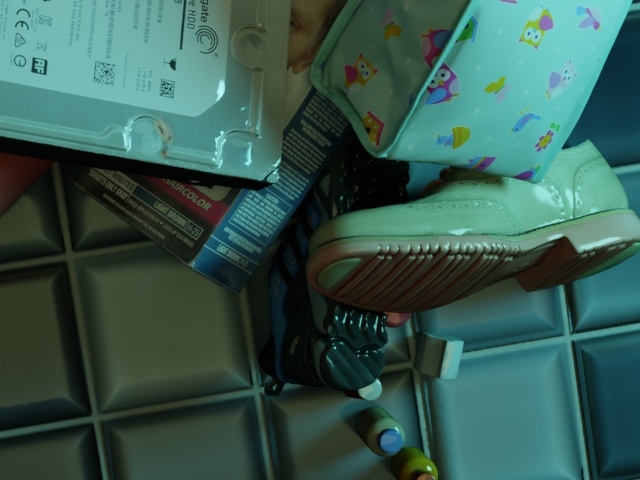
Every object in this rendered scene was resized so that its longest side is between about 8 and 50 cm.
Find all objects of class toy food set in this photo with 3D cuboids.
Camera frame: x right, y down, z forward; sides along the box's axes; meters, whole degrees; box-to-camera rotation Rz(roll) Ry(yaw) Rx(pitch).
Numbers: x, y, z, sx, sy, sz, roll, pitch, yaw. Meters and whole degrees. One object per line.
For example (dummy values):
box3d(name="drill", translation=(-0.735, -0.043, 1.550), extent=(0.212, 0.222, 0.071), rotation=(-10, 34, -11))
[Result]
box3d(name="toy food set", translation=(0.087, 0.137, 1.668), extent=(0.111, 0.104, 0.232), rotation=(12, 93, -9))

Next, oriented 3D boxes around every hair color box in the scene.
box3d(name="hair color box", translation=(-0.063, -0.143, 1.586), extent=(0.174, 0.105, 0.347), rotation=(33, 88, 30))

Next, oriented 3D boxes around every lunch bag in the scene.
box3d(name="lunch bag", translation=(0.150, -0.200, 1.470), extent=(0.223, 0.160, 0.262), rotation=(5, 123, -41))

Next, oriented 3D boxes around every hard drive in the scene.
box3d(name="hard drive", translation=(-0.188, -0.181, 1.417), extent=(0.339, 0.064, 0.237), rotation=(10, 78, -27))

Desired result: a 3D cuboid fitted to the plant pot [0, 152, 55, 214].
box3d(name="plant pot", translation=(-0.309, -0.174, 1.524), extent=(0.243, 0.275, 0.275), rotation=(-38, 98, -15))

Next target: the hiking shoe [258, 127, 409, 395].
box3d(name="hiking shoe", translation=(0.000, 0.000, 1.642), extent=(0.113, 0.132, 0.304), rotation=(26, 67, -43))

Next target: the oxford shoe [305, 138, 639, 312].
box3d(name="oxford shoe", translation=(0.139, -0.024, 1.609), extent=(0.397, 0.140, 0.146), rotation=(-5, 67, -38))
